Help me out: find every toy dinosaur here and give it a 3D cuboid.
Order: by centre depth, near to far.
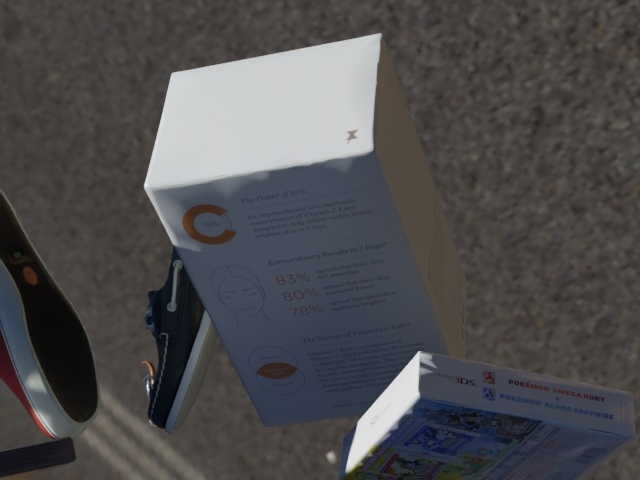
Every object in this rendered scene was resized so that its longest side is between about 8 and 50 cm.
[{"bbox_3d":[-0.223,0.226,2.274,0.090,0.047,0.082,-107,8,-54],"label":"toy dinosaur"}]

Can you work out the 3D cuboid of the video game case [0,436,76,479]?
[{"bbox_3d":[-0.354,0.221,1.392,0.274,0.196,0.026,-29,72,55],"label":"video game case"}]

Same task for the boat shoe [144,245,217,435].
[{"bbox_3d":[-0.156,0.072,1.855,0.091,0.302,0.114,17,165,3],"label":"boat shoe"}]

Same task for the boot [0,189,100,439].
[{"bbox_3d":[-0.311,0.088,1.412,0.176,0.088,0.244,-31,85,23],"label":"boot"}]

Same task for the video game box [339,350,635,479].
[{"bbox_3d":[0.133,0.166,1.336,0.205,0.187,0.048,123,153,-57],"label":"video game box"}]

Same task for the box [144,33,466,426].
[{"bbox_3d":[0.000,0.000,1.541,0.168,0.215,0.345,-84,-20,-45],"label":"box"}]
